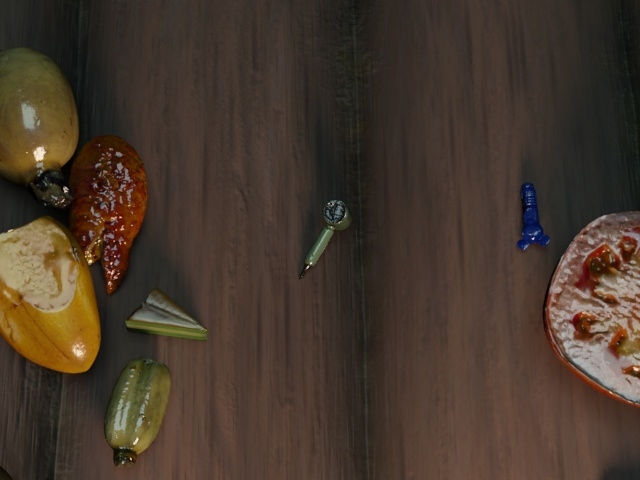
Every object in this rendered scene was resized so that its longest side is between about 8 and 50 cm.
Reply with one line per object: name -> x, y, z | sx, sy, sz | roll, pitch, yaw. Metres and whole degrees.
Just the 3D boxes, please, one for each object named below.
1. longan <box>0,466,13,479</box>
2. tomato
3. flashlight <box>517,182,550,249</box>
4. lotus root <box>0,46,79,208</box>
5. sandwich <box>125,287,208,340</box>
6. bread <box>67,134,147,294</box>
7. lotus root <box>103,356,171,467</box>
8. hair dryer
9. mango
longan -> -0.544, 0.423, 1.828 | 0.204, 0.159, 0.185 | -46, 55, 22
tomato -> 0.520, 0.122, 1.980 | 0.338, 0.144, 0.338 | -1, 69, 2
flashlight -> 0.364, -0.041, 2.091 | 0.057, 0.035, 0.121 | -11, 64, 20
lotus root -> -0.491, -0.184, 2.028 | 0.182, 0.183, 0.310 | -17, 71, -8
sandwich -> -0.251, 0.146, 1.976 | 0.116, 0.074, 0.074 | 38, 71, 10
bread -> -0.367, -0.049, 2.033 | 0.139, 0.095, 0.269 | 7, 74, 8
lotus root -> -0.295, 0.276, 1.925 | 0.090, 0.077, 0.183 | 9, 67, 8
hair dryer -> 0.000, 0.000, 2.051 | 0.047, 0.071, 0.150 | 32, 88, 11
mango -> -0.448, 0.100, 1.948 | 0.187, 0.138, 0.257 | -21, 86, 3
